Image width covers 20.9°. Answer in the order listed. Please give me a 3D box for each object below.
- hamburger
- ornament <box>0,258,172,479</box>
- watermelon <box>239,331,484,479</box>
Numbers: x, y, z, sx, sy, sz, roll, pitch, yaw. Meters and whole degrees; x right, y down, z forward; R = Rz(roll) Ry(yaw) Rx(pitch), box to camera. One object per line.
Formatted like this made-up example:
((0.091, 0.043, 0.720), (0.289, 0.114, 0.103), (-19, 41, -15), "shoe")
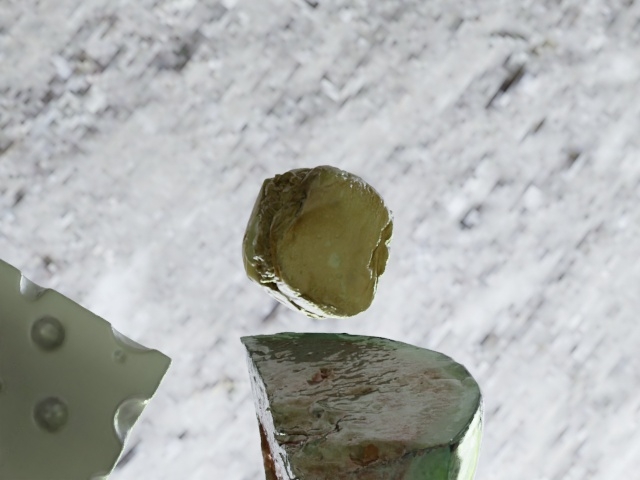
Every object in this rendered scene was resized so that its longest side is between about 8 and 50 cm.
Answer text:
((0.000, 0.000, 1.612), (0.147, 0.083, 0.138), (31, 73, -35), "hamburger")
((-0.308, 0.162, 1.560), (0.240, 0.240, 0.239), (-61, -170, -16), "ornament")
((0.017, 0.164, 1.362), (0.180, 0.305, 0.224), (37, 95, -20), "watermelon")
